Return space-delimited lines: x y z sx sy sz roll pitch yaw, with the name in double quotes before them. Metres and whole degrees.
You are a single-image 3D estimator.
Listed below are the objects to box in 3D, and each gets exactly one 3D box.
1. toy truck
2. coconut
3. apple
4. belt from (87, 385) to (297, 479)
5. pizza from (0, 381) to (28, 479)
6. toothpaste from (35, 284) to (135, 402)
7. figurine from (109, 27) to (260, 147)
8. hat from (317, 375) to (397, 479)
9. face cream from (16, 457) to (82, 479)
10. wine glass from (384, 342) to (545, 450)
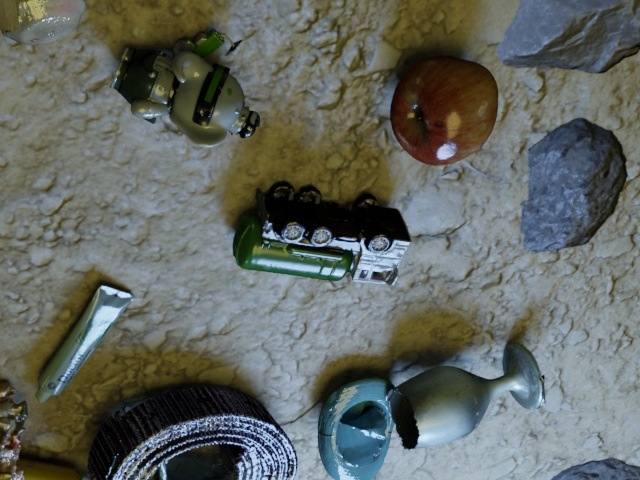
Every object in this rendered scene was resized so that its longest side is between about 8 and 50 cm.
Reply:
"toy truck" 0.000 0.000 1.682 0.243 0.101 0.125 7 125 -20
"coconut" -0.335 -0.293 1.359 0.110 0.124 0.110 -23 169 -5
"apple" 0.171 -0.179 1.589 0.131 0.146 0.146 -21 133 -39
"belt" -0.198 0.358 1.831 0.325 0.122 0.260 -4 114 -28
"pizza" -0.489 0.316 1.706 0.185 0.052 0.195 -32 100 -14
"toothpaste" -0.352 0.153 1.708 0.064 0.041 0.218 23 111 -42
"figurine" -0.165 -0.185 1.485 0.192 0.147 0.126 24 134 -10
"hat" 0.054 0.301 1.926 0.138 0.078 0.190 2 104 -29
"face cream" -0.433 0.382 1.812 0.273 0.078 0.078 17 117 -27
"wine glass" 0.234 0.253 1.899 0.241 0.126 0.126 -14 127 -22
